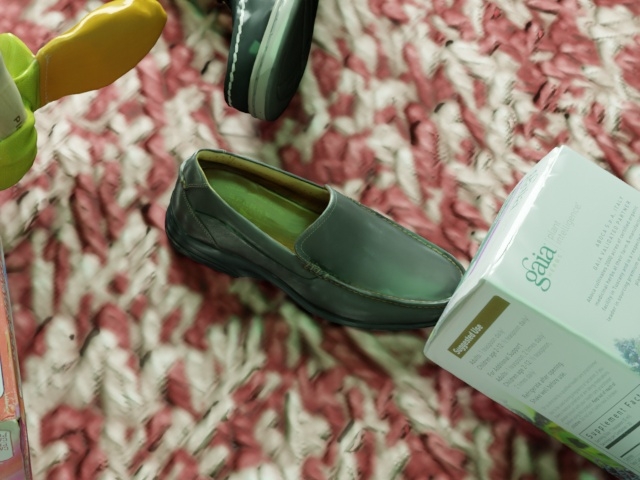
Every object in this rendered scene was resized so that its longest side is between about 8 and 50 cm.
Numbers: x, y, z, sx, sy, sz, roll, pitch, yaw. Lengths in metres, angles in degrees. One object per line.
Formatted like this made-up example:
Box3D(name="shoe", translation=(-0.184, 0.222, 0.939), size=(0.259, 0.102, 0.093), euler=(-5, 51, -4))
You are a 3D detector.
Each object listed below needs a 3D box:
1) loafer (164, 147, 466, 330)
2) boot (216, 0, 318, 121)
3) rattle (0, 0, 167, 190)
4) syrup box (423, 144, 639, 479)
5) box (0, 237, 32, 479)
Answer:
Box3D(name="loafer", translation=(0.000, 0.000, 0.760), size=(0.170, 0.061, 0.062), euler=(16, 57, 0))
Box3D(name="boot", translation=(-0.086, -0.178, 0.845), size=(0.178, 0.085, 0.236), euler=(8, 59, 1))
Box3D(name="rattle", translation=(-0.210, -0.118, 0.774), size=(0.199, 0.130, 0.143), euler=(19, 68, 34))
Box3D(name="syrup box", translation=(0.180, 0.066, 0.713), size=(0.236, 0.096, 0.093), euler=(32, 59, 2))
Box3D(name="box", translation=(-0.285, 0.064, 0.631), size=(0.299, 0.142, 0.154), euler=(-8, 61, -13))
